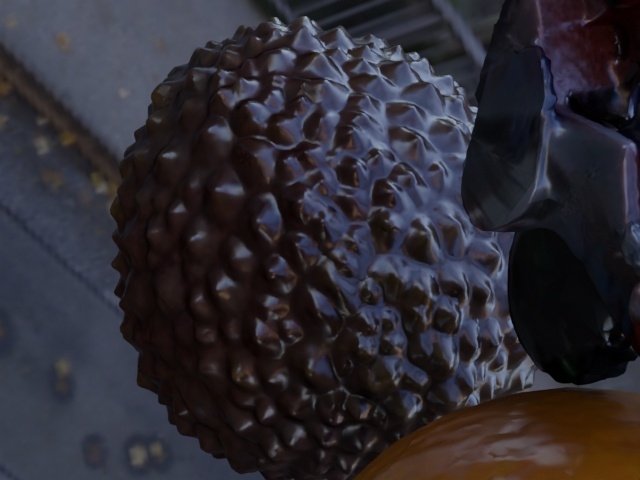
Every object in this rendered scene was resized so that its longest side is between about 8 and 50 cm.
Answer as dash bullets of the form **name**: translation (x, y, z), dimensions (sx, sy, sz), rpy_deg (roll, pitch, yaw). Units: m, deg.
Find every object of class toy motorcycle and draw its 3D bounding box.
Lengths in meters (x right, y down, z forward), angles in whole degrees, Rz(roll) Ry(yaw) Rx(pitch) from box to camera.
- **toy motorcycle**: translation (0.104, -0.043, 0.505), dimensions (0.082, 0.122, 0.213), rpy_deg (-10, 115, -32)

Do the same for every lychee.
- **lychee**: translation (0.000, 0.000, 0.917), dimensions (0.267, 0.267, 0.267), rpy_deg (32, 50, -48)

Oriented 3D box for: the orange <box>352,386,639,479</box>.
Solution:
- **orange**: translation (0.105, 0.174, 0.573), dimensions (0.310, 0.274, 0.274), rpy_deg (66, 30, -32)
